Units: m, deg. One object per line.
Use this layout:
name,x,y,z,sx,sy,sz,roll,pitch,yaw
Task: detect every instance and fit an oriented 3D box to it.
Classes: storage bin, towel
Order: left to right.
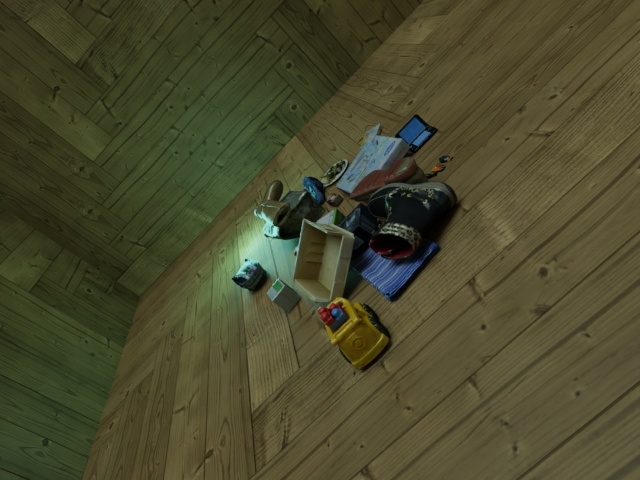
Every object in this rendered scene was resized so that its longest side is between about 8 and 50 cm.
storage bin,0.009,0.075,1.722,0.260,0.123,0.262,-149,68,-65
towel,0.248,0.059,1.591,0.243,0.040,0.336,-48,24,-1

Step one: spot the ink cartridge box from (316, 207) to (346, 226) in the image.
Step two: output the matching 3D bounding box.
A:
ink cartridge box,0.000,0.000,2.017,0.255,0.097,0.189,-31,30,32

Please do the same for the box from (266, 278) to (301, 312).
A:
box,-0.157,0.234,1.927,0.087,0.102,0.101,-52,26,-3

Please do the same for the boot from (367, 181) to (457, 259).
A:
boot,0.259,-0.070,1.591,0.377,0.138,0.284,2,43,48

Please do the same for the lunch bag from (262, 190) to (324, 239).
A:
lunch bag,-0.156,-0.110,2.351,0.287,0.169,0.235,-50,25,-14

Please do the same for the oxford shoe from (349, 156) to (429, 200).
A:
oxford shoe,0.262,-0.203,1.814,0.397,0.146,0.140,-12,41,59

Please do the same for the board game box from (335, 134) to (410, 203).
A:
board game box,0.236,-0.341,2.122,0.318,0.066,0.318,-55,24,3

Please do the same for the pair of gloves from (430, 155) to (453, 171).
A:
pair of gloves,0.475,-0.302,1.777,0.083,0.010,0.074,-52,24,-10

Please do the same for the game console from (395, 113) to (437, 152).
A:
game console,0.427,-0.481,2.028,0.144,0.085,0.124,-46,24,7

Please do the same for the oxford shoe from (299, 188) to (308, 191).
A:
oxford shoe,-0.123,-0.187,2.549,0.212,0.076,0.076,-56,-13,2

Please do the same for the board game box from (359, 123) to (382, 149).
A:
board game box,0.276,-0.559,2.461,0.103,0.026,0.154,-23,34,43

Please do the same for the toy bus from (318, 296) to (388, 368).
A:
toy bus,0.075,0.250,1.391,0.149,0.211,0.220,-47,23,8

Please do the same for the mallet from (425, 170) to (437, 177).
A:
mallet,0.380,-0.239,1.819,0.190,0.039,0.062,-6,48,50

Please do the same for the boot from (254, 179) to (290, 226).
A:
boot,-0.213,-0.187,2.273,0.269,0.089,0.236,21,83,61

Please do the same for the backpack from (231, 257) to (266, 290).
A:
backpack,-0.351,0.178,2.309,0.158,0.117,0.173,-56,25,-17

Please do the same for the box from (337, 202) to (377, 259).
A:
box,0.143,-0.038,1.810,0.156,0.093,0.158,-45,21,34

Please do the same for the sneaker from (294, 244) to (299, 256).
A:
sneaker,-0.092,0.048,2.144,0.118,0.042,0.067,-49,18,32

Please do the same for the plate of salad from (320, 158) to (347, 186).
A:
plate of salad,0.069,-0.383,2.520,0.200,0.048,0.200,-38,26,22

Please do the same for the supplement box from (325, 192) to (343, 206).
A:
supplement box,0.069,-0.202,2.261,0.055,0.043,0.083,-54,24,-9

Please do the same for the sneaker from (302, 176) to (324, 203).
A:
sneaker,-0.017,-0.278,2.472,0.232,0.090,0.081,60,143,42
